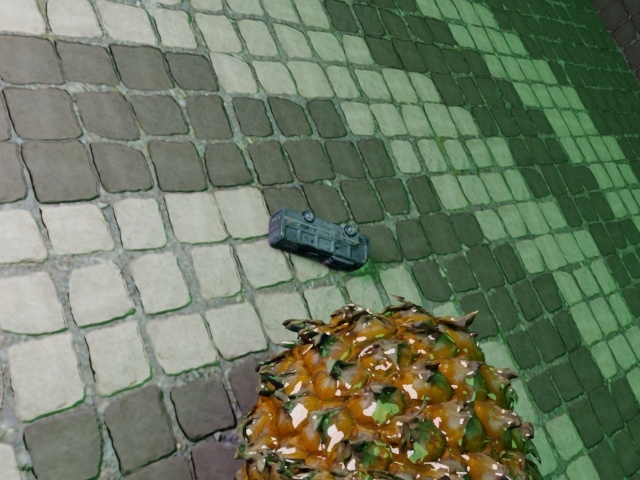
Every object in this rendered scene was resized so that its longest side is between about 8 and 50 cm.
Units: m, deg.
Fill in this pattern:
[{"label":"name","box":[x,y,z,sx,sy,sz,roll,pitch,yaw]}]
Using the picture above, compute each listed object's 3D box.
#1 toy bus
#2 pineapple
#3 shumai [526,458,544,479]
[{"label":"toy bus","box":[0.000,0.000,1.013,0.166,0.047,0.065,19,59,-29]},{"label":"pineapple","box":[0.066,0.229,0.715,0.352,0.352,0.300,34,30,-19]},{"label":"shumai","box":[0.219,0.375,0.913,0.201,0.201,0.120,-38,133,-46]}]
